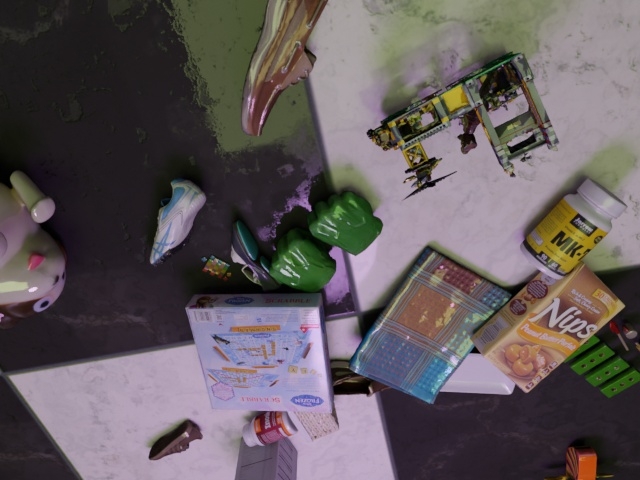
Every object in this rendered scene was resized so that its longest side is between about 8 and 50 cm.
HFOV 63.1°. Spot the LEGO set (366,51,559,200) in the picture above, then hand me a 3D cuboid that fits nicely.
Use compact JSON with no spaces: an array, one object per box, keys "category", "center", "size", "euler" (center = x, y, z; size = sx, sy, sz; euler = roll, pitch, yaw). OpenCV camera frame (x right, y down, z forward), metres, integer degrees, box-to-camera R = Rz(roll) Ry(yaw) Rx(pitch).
[{"category":"LEGO set","center":[0.273,-0.194,0.964],"size":[0.331,0.255,0.192],"euler":[-27,101,7]}]

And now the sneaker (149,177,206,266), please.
[{"category":"sneaker","center":[-0.330,-0.038,1.162],"size":[0.086,0.085,0.237],"euler":[39,120,8]}]

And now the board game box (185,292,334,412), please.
[{"category":"board game box","center":[-0.139,0.278,1.274],"size":[0.319,0.066,0.318],"euler":[-1,116,10]}]

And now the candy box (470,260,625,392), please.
[{"category":"candy box","center":[0.546,0.200,1.266],"size":[0.183,0.087,0.316],"euler":[39,103,-21]}]

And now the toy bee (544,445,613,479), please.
[{"category":"toy bee","center":[0.789,0.762,1.620],"size":[0.195,0.162,0.298],"euler":[16,95,0]}]

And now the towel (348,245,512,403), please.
[{"category":"towel","center":[0.270,0.225,1.300],"size":[0.271,0.040,0.370],"euler":[27,106,-17]}]

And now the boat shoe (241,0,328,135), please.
[{"category":"boat shoe","center":[-0.066,-0.334,0.956],"size":[0.116,0.123,0.324],"euler":[16,121,-12]}]

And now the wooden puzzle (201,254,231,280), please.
[{"category":"wooden puzzle","center":[-0.251,0.065,1.258],"size":[0.083,0.006,0.049],"euler":[28,117,-16]}]

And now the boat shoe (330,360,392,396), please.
[{"category":"boat shoe","center":[0.136,0.382,1.399],"size":[0.257,0.095,0.095],"euler":[-3,121,2]}]

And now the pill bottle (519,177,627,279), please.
[{"category":"pill bottle","center":[0.552,-0.026,1.144],"size":[0.119,0.119,0.208],"euler":[27,117,-15]}]

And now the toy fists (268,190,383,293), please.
[{"category":"toy fists","center":[0.000,0.000,1.171],"size":[0.142,0.096,0.279],"euler":[32,117,-35]}]

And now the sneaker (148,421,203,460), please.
[{"category":"sneaker","center":[-0.432,0.613,1.553],"size":[0.188,0.066,0.071],"euler":[-37,115,20]}]

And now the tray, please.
[{"category":"tray","center":[0.404,0.354,1.423],"size":[0.270,0.030,0.145],"euler":[4,122,-3]}]

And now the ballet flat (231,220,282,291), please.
[{"category":"ballet flat","center":[-0.164,0.045,1.212],"size":[0.074,0.074,0.203],"euler":[-27,120,15]}]

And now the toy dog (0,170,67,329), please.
[{"category":"toy dog","center":[-0.715,0.000,1.066],"size":[0.395,0.284,0.408],"euler":[-26,118,29]}]

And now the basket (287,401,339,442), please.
[{"category":"basket","center":[-0.023,0.453,1.426],"size":[0.103,0.113,0.167],"euler":[-19,127,4]}]

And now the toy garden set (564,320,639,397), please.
[{"category":"toy garden set","center":[0.771,0.291,1.379],"size":[0.244,0.049,0.204],"euler":[37,116,-19]}]

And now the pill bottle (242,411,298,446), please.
[{"category":"pill bottle","center":[-0.144,0.535,1.496],"size":[0.152,0.086,0.086],"euler":[-27,118,14]}]

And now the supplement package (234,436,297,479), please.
[{"category":"supplement package","center":[-0.155,0.686,1.494],"size":[0.139,0.244,0.134],"euler":[-20,118,12]}]
